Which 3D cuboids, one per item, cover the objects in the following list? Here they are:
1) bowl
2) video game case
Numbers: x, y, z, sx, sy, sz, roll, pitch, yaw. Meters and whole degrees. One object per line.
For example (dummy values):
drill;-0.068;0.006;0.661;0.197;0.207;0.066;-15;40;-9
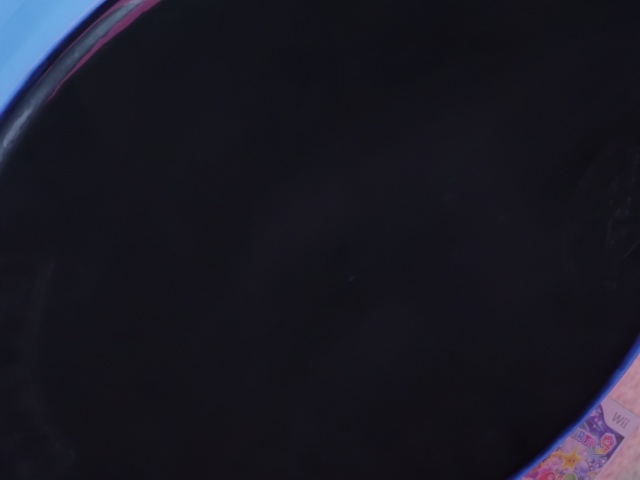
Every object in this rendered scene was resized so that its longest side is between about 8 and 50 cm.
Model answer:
bowl;0.000;0.000;0.629;0.391;0.077;0.391;-15;130;-19
video game case;0.157;0.153;1.024;0.087;0.011;0.122;33;93;-29
